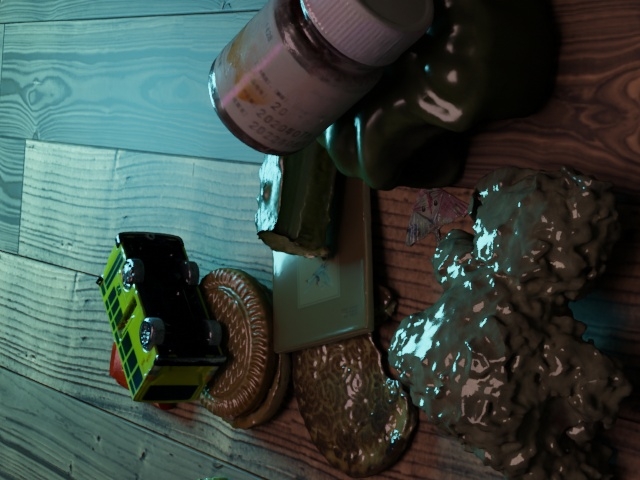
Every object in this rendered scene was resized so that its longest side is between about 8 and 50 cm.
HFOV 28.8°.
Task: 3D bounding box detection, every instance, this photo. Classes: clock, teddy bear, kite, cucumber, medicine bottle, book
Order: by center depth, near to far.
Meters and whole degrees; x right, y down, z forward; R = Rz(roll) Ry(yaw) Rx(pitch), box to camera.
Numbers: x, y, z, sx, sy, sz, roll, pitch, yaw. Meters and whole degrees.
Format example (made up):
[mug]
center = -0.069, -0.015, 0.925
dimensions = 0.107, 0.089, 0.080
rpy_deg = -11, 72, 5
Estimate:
[teddy bear]
center = 0.250, 0.087, 1.484
dimensions = 0.357, 0.224, 0.368
rpy_deg = 43, 105, 44
[medicine bottle]
center = -0.004, -0.234, 1.506
dimensions = 0.273, 0.165, 0.165
rpy_deg = -40, 60, 43
[kite]
center = 0.160, -0.016, 1.707
dimensions = 0.137, 0.005, 0.153
rpy_deg = -34, 64, 45
[cucumber]
center = -0.028, -0.144, 1.810
dimensions = 0.105, 0.145, 0.326
rpy_deg = 3, 78, 44
[book]
center = 0.000, 0.000, 1.853
dimensions = 0.217, 0.021, 0.311
rpy_deg = -19, 67, 47
[clock]
center = -0.311, 0.227, 2.220
dimensions = 0.155, 0.061, 0.113
rpy_deg = 18, 102, 47

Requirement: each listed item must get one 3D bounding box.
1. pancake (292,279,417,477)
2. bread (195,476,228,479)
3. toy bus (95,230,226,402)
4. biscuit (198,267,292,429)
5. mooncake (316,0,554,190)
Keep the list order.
[pancake]
center = 0.049, 0.191, 1.815
dimensions = 0.288, 0.033, 0.286
rpy_deg = 45, 121, 40
[bread]
center = -0.186, 0.485, 2.006
dimensions = 0.196, 0.138, 0.102
rpy_deg = 56, 133, 34
[toy bus]
center = -0.261, 0.122, 1.991
dimensions = 0.150, 0.128, 0.262
rpy_deg = -57, 43, 37
[biscuit]
center = -0.136, 0.173, 1.994
dimensions = 0.259, 0.079, 0.259
rpy_deg = -3, 86, 51
[mooncake]
center = 0.124, -0.244, 1.621
dimensions = 0.351, 0.187, 0.351
rpy_deg = -1, 89, 52
